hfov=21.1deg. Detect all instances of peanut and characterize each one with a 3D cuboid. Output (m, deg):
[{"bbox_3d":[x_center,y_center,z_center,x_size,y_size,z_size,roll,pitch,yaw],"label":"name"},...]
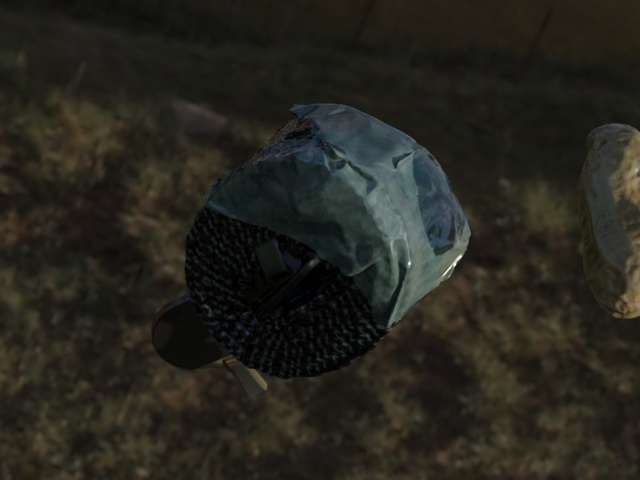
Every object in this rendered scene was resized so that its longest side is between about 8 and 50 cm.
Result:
[{"bbox_3d":[0.257,-0.018,1.443,0.080,0.080,0.174,11,65,-29],"label":"peanut"}]

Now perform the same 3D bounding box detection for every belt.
[{"bbox_3d":[0.000,0.000,1.528,0.207,0.257,0.150,45,41,-1],"label":"belt"}]

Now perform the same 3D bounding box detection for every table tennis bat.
[{"bbox_3d":[-0.105,0.113,1.857,0.220,0.130,0.019,61,12,-55],"label":"table tennis bat"}]
